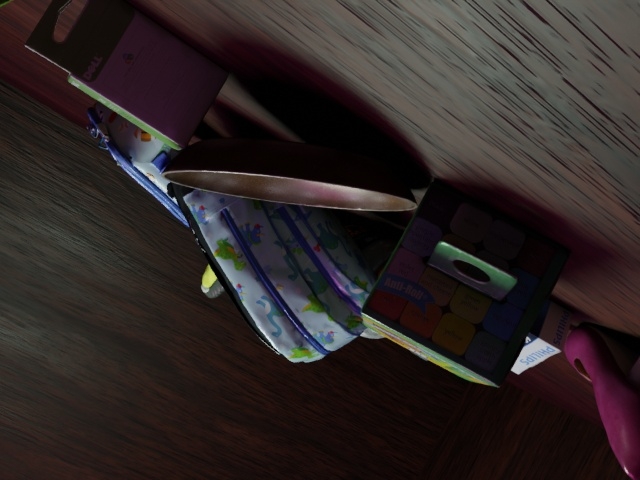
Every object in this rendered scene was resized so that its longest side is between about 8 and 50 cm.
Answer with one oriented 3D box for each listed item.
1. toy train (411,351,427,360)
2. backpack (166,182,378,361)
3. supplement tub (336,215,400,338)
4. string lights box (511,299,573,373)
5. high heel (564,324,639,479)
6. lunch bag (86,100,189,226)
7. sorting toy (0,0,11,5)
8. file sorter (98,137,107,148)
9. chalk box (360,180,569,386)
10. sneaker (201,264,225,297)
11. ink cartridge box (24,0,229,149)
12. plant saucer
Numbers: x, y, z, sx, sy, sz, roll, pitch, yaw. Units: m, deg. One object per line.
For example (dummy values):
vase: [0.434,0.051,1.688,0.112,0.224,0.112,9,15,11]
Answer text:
toy train: [0.198,0.178,1.794,0.190,0.142,0.334,54,171,-8]
backpack: [-0.060,0.023,1.202,0.290,0.274,0.355,32,-139,-81]
supplement tub: [0.066,0.067,1.420,0.194,0.193,0.316,34,172,-39]
string lights box: [0.245,0.103,1.174,0.260,0.076,0.133,30,149,-2]
high heel: [0.418,0.229,1.102,0.127,0.181,0.377,30,174,5]
lunch bag: [-0.296,-0.147,1.383,0.243,0.115,0.303,50,-178,42]
sorting toy: [-0.417,-0.337,0.982,0.102,0.061,0.042,-12,118,27]
file sorter: [-0.445,-0.231,1.842,0.170,0.104,0.118,34,173,-30]
chalk box: [0.165,0.059,0.898,0.180,0.179,0.289,29,174,9]
sneaker: [-0.168,-0.016,1.579,0.147,0.145,0.384,48,133,10]
ink cartridge box: [-0.226,-0.208,0.880,0.209,0.108,0.062,32,173,-21]
plant saucer: [-0.035,-0.079,0.906,0.311,0.050,0.310,6,178,0]
